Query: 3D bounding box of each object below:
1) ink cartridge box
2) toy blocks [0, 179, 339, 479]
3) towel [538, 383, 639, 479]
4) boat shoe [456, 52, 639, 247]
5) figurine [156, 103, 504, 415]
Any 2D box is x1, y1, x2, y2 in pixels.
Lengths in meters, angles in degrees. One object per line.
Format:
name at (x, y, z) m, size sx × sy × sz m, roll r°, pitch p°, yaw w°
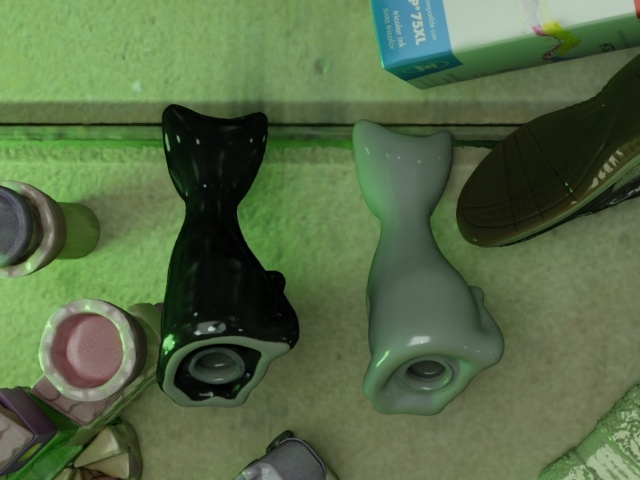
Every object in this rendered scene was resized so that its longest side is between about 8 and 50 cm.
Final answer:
ink cartridge box at (0.156, -0.161, 1.144) m, size 0.231 × 0.134 × 0.078 m, roll -10°, pitch 86°, yaw 14°
toy blocks at (-0.203, 0.151, 1.164) m, size 0.288 × 0.260 × 0.309 m, roll -44°, pitch 80°, yaw 9°
towel at (0.228, 0.178, 1.180) m, size 0.110 × 0.027 × 0.148 m, roll -45°, pitch 80°, yaw 8°
boat shoe at (0.191, -0.056, 1.165) m, size 0.223 × 0.073 × 0.080 m, roll -36°, pitch 49°, yaw 27°
figurine at (0.000, 0.000, 1.155) m, size 0.215 × 0.092 × 0.209 m, roll 4°, pitch 54°, yaw -12°
